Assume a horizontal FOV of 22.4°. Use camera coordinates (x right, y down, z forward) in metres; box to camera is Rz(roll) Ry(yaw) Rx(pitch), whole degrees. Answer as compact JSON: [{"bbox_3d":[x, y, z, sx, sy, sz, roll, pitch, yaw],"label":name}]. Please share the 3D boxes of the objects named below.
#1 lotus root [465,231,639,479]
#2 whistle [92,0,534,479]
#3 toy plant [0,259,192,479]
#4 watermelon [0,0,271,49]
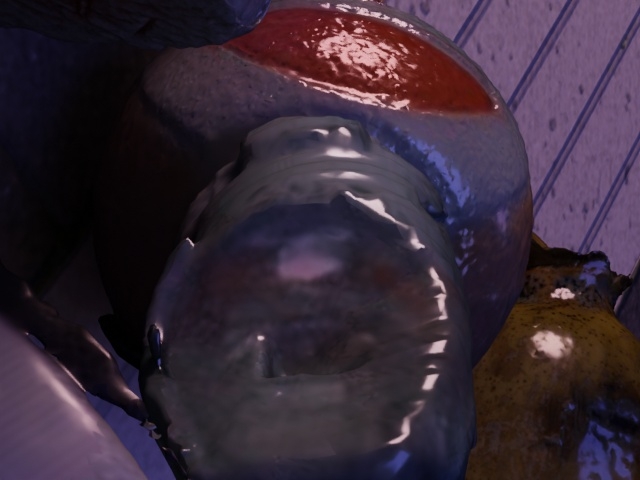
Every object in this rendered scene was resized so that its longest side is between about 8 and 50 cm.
[{"bbox_3d":[0.118,0.108,0.871,0.154,0.154,0.278,36,61,-49],"label":"lotus root"},{"bbox_3d":[0.000,0.000,0.597,0.348,0.189,0.189,-92,175,-74],"label":"whistle"},{"bbox_3d":[-0.195,0.155,0.399,0.332,0.247,0.247,-25,114,-44],"label":"toy plant"},{"bbox_3d":[-0.065,-0.169,0.527,0.261,0.213,0.201,-49,131,-37],"label":"watermelon"}]
